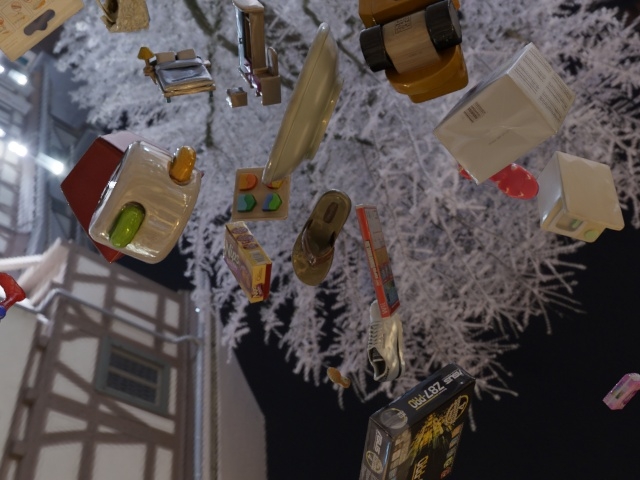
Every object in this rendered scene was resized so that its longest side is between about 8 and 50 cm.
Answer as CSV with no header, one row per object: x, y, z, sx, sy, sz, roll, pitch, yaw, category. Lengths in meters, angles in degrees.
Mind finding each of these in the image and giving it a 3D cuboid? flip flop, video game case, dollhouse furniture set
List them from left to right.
-0.281,-0.453,1.589,0.286,0.303,0.198,-122,-155,-52,dollhouse furniture set
0.000,0.000,1.653,0.080,0.112,0.277,-75,-171,-61,flip flop
0.149,0.048,1.679,0.025,0.204,0.285,-14,-91,14,video game case

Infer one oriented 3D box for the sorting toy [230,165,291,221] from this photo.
-0.194,-0.158,2.145,0.193,0.038,0.208,-2,-115,14,sorting toy

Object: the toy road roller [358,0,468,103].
0.218,-0.458,1.449,0.202,0.240,0.329,-14,-125,24,toy road roller

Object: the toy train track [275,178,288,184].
-0.102,-0.194,1.936,0.083,0.048,0.014,-42,-178,-19,toy train track

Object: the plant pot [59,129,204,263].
-0.511,-0.141,1.738,0.267,0.236,0.267,-46,-176,17,plant pot

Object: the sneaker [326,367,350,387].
0.037,0.346,1.654,0.037,0.083,0.032,3,-124,50,sneaker

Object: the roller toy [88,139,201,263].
-0.298,-0.066,1.148,0.191,0.146,0.209,-13,-125,62,roller toy

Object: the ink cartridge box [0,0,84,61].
-0.463,-0.379,0.962,0.145,0.179,0.045,-42,-143,-8,ink cartridge box

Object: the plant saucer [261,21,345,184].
-0.025,-0.306,1.556,0.400,0.100,0.400,-159,-90,-86,plant saucer

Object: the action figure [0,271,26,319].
-0.451,0.091,0.728,0.091,0.139,0.280,-45,-165,9,action figure

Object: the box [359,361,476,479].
0.246,0.545,1.734,0.097,0.318,0.395,38,-45,39,box

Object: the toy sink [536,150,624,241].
0.651,-0.090,1.672,0.131,0.153,0.234,109,-8,-46,toy sink

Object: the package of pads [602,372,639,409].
0.637,0.316,1.378,0.032,0.050,0.083,52,-58,42,package of pads

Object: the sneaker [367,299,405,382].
0.175,0.282,1.868,0.090,0.095,0.235,-26,-110,48,sneaker

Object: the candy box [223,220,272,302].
-0.176,0.048,1.571,0.186,0.053,0.109,49,-39,44,candy box

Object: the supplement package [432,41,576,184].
0.367,-0.253,1.309,0.194,0.149,0.203,-36,-172,42,supplement package

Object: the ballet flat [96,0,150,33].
-0.482,-0.631,1.530,0.409,0.147,0.147,102,0,-62,ballet flat

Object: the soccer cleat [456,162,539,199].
0.475,-0.168,1.736,0.248,0.095,0.083,27,-80,41,soccer cleat
